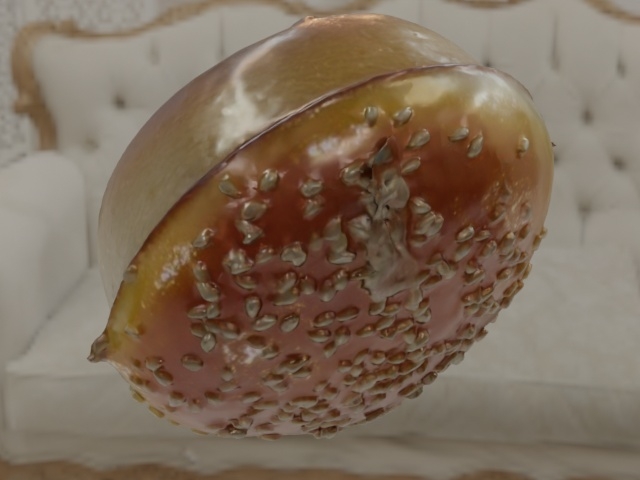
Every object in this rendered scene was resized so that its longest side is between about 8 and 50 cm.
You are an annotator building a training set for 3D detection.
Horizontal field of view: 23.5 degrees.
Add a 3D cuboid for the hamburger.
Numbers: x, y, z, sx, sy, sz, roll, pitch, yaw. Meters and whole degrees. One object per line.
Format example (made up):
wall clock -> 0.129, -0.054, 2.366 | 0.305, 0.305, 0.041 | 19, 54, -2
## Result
hamburger -> 0.004, -0.003, 0.689 | 0.236, 0.237, 0.147 | -17, 66, -37
